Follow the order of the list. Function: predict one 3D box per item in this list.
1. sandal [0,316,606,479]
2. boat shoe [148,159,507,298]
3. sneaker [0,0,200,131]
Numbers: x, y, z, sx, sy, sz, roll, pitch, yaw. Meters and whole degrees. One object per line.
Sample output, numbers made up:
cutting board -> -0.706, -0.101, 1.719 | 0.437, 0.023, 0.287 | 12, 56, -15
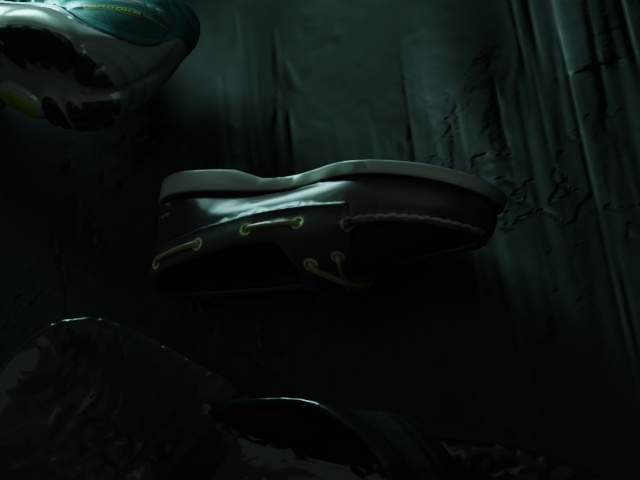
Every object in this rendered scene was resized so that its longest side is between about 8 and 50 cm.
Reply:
sandal -> -0.028, 0.145, 0.838 | 0.445, 0.107, 0.168 | 14, 70, 32
boat shoe -> 0.000, 0.000, 0.928 | 0.227, 0.081, 0.069 | -2, 65, 34
sneaker -> -0.197, -0.146, 1.113 | 0.275, 0.107, 0.110 | 21, 48, 35
